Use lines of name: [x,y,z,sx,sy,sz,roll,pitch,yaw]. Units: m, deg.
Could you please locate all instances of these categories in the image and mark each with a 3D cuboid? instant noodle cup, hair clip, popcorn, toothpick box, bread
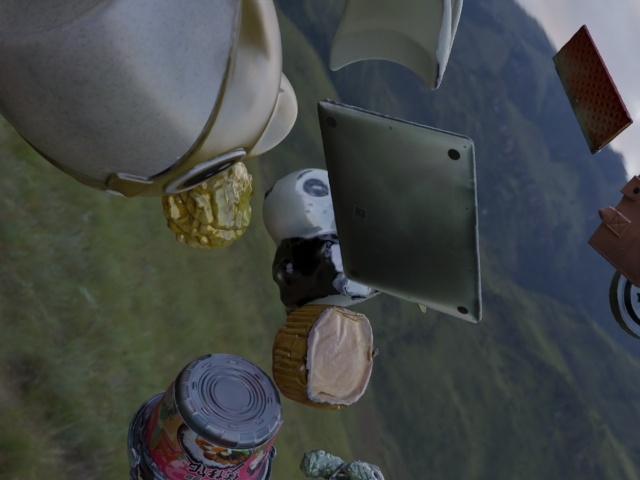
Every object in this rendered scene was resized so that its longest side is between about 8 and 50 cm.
instant noodle cup: [-0.176,0.305,1.662,0.258,0.182,0.302,34,39,6]
hair clip: [0.110,-0.367,1.360,0.113,0.172,0.282,-43,140,-52]
popcorn: [-0.182,-0.072,1.666,0.180,0.180,0.170,65,-19,-12]
toothpick box: [-0.254,-0.262,1.384,0.409,0.408,0.425,67,9,30]
bread: [0.002,0.203,1.747,0.199,0.104,0.199,-2,93,-48]

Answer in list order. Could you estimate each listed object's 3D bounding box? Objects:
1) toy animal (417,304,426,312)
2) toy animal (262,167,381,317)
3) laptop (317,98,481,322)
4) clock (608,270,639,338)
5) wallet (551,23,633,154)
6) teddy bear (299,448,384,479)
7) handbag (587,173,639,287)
toy animal: [0.185,0.076,2.325,0.095,0.155,0.219,107,-17,-60]
toy animal: [0.006,-0.003,1.821,0.212,0.212,0.267,46,36,-81]
laptop: [0.090,-0.026,1.101,0.187,0.015,0.269,18,-41,28]
clock: [0.659,0.111,1.971,0.185,0.184,0.040,65,-15,-1]
wallet: [0.456,-0.255,1.679,0.103,0.020,0.197,-48,-126,53]
teddy bear: [0.067,0.414,1.571,0.111,0.213,0.133,-15,120,-58]
handbag: [0.488,-0.043,1.413,0.059,0.213,0.157,20,22,-33]
